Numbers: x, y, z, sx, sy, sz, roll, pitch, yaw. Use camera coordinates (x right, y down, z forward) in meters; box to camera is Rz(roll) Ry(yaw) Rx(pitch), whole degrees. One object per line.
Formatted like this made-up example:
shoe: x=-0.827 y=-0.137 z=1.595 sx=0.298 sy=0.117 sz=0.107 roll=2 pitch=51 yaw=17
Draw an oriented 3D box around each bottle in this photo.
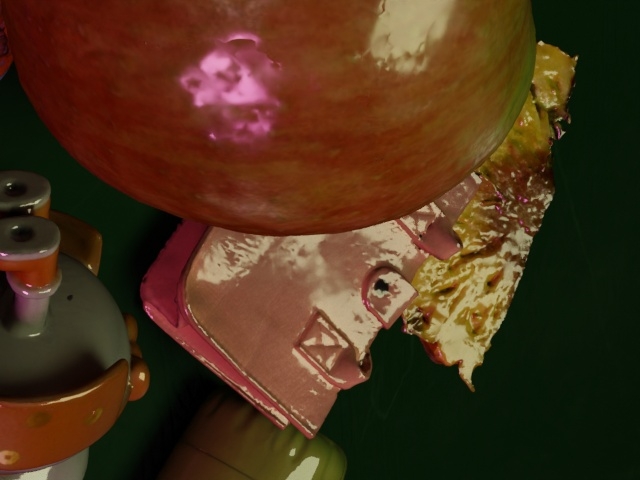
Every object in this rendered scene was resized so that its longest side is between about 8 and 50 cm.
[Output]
bottle: x=-0.088 y=0.230 z=1.204 sx=0.260 sy=0.112 sz=0.112 roll=-60 pitch=154 yaw=-10

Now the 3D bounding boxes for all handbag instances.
handbag: x=0.000 y=0.000 z=1.144 sx=0.157 sy=0.059 sz=0.212 roll=44 pitch=69 yaw=-25

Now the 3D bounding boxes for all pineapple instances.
pineapple: x=0.068 y=-0.042 z=1.298 sx=0.140 sy=0.164 sz=0.249 roll=20 pitch=91 yaw=-25

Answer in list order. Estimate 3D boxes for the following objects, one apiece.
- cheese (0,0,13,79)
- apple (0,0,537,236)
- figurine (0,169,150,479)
cheese: x=-0.157 y=-0.123 z=0.870 sx=0.047 sy=0.017 sz=0.111 roll=-20 pitch=124 yaw=-62
apple: x=-0.023 y=-0.147 z=0.866 sx=0.309 sy=0.250 sz=0.277 roll=-69 pitch=155 yaw=-69
figurine: x=-0.156 y=0.079 z=0.926 sx=0.143 sy=0.143 sz=0.271 roll=-48 pitch=148 yaw=-31
